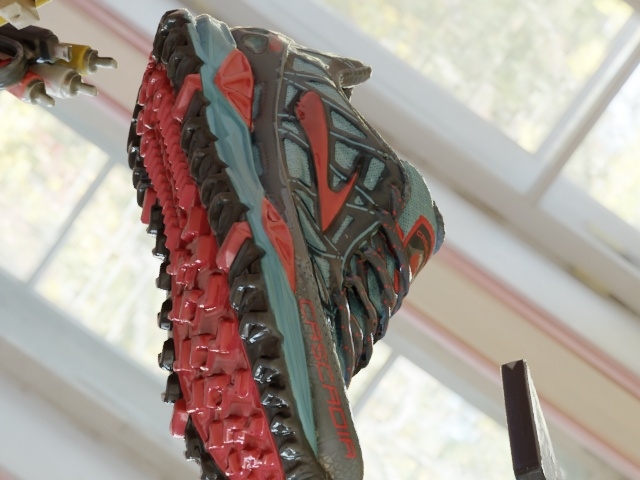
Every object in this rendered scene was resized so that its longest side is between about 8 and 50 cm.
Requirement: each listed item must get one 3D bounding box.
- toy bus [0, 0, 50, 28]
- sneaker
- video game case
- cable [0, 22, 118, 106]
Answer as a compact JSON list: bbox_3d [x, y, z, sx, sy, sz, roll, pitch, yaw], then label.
[{"bbox_3d":[-0.206,-0.179,1.133,0.191,0.104,0.202,-11,161,-31],"label":"toy bus"},{"bbox_3d":[0.000,0.000,0.755,0.104,0.125,0.262,113,-27,-44],"label":"sneaker"},{"bbox_3d":[0.191,0.251,1.424,0.026,0.274,0.196,-17,-162,8],"label":"video game case"},{"bbox_3d":[-0.362,-0.200,1.989,0.139,0.287,0.072,-35,130,-41],"label":"cable"}]
